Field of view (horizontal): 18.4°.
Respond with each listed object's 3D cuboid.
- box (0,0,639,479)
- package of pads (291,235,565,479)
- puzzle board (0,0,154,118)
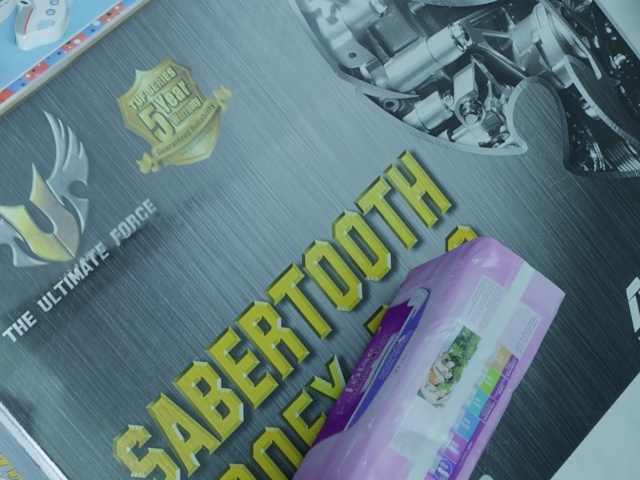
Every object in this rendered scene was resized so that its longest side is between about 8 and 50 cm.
[{"bbox_3d":[0.000,0.000,0.560,0.231,0.056,0.183,-44,102,-30],"label":"box"},{"bbox_3d":[0.024,0.042,0.500,0.032,0.050,0.083,36,65,-12],"label":"package of pads"},{"bbox_3d":[-0.116,-0.056,0.498,0.096,0.011,0.128,35,58,23],"label":"puzzle board"}]
